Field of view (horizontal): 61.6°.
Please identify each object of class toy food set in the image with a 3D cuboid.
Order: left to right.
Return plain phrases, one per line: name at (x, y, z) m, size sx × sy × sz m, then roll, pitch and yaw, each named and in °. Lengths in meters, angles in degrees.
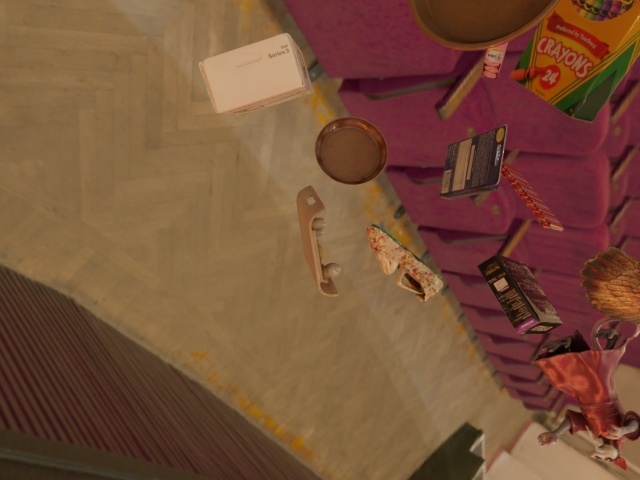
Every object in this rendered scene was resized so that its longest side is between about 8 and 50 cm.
toy food set at (0.000, 0.000, 1.702) m, size 0.093 × 0.219 × 0.305 m, roll -12°, pitch 117°, yaw -8°

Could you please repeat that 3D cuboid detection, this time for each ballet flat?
ballet flat at (0.183, 0.059, 1.206) m, size 0.241 × 0.091 × 0.077 m, roll 38°, pitch 78°, yaw -21°

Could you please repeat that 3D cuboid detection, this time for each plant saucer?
plant saucer at (0.070, -0.202, 1.236) m, size 0.168 × 0.168 × 0.029 m, roll -48°, pitch 174°, yaw -14°
plant saucer at (0.274, -0.438, 0.865) m, size 0.041 × 0.278 × 0.277 m, roll 9°, pitch 108°, yaw -56°

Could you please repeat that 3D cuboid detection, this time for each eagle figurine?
eagle figurine at (0.615, 0.076, 0.871) m, size 0.299 × 0.225 × 0.226 m, roll -10°, pitch 132°, yaw -20°

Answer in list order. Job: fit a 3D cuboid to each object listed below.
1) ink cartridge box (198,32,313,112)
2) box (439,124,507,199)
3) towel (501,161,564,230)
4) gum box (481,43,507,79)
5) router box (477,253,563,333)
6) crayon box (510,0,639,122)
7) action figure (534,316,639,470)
ink cartridge box at (-0.133, -0.365, 1.215) m, size 0.199 × 0.273 × 0.114 m, roll -16°, pitch 101°, yaw 7°
box at (0.355, -0.173, 1.224) m, size 0.037 × 0.225 × 0.136 m, roll 13°, pitch 84°, yaw -18°
towel at (0.690, -0.145, 1.774) m, size 0.031 × 0.274 × 0.199 m, roll -42°, pitch 155°, yaw 27°
gum box at (0.627, -0.662, 1.931) m, size 0.188 × 0.062 × 0.107 m, roll 5°, pitch 102°, yaw -77°
router box at (0.358, 0.098, 0.955) m, size 0.046 × 0.133 × 0.179 m, roll -37°, pitch 152°, yaw 25°
crayon box at (0.554, -0.430, 1.092) m, size 0.081 × 0.202 × 0.318 m, roll 2°, pitch 127°, yaw -33°
action figure at (0.717, 0.414, 1.404) m, size 0.276 × 0.248 × 0.370 m, roll -26°, pitch 96°, yaw -32°
